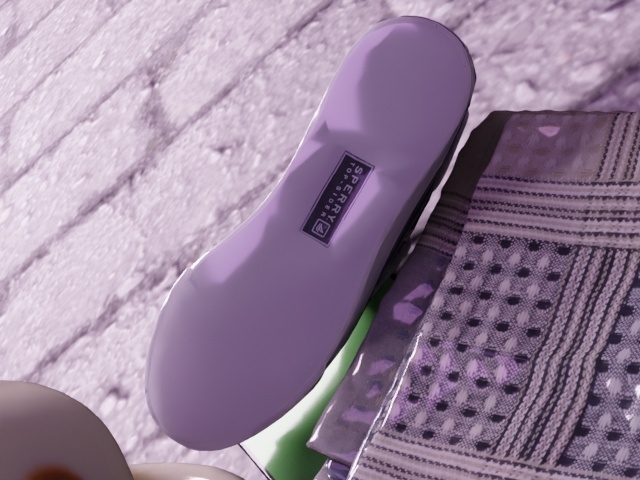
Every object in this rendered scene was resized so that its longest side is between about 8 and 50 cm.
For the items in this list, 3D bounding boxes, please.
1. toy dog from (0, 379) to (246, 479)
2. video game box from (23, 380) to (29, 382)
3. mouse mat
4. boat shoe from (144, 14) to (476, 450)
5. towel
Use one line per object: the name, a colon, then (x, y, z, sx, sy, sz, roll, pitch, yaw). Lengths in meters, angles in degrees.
toy dog: (-0.214, 0.192, 0.518, 0.408, 0.395, 0.285, 161, 114, -78)
video game box: (-0.255, 0.233, 0.829, 0.205, 0.048, 0.187, -48, 33, 3)
mouse mat: (-0.008, 0.075, 0.733, 0.152, 0.007, 0.189, -52, 34, -2)
boat shoe: (0.000, 0.000, 0.703, 0.108, 0.102, 0.301, 32, 96, 14)
towel: (0.140, 0.053, 0.541, 0.324, 0.056, 0.312, 4, 61, 49)
